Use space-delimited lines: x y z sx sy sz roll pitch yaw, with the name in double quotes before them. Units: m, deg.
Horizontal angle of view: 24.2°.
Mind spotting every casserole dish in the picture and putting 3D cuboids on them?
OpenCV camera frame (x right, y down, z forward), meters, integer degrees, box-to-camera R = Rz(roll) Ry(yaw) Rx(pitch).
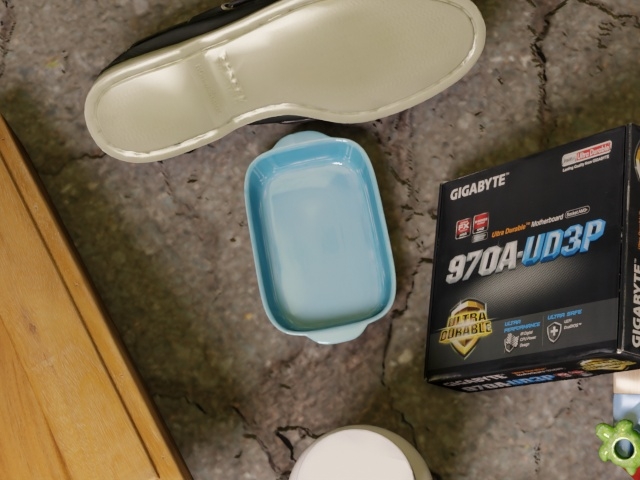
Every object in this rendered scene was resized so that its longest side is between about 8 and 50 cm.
"casserole dish" 0.000 0.000 1.260 0.114 0.037 0.188 -11 72 2

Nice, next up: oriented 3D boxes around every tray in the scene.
"tray" -0.264 0.094 1.174 0.203 0.076 0.411 -30 55 -5

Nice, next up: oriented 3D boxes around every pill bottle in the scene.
"pill bottle" 0.032 0.198 1.117 0.112 0.187 0.112 -1 73 4

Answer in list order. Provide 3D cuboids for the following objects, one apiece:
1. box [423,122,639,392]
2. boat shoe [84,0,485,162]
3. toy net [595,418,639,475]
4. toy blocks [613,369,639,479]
"box" 0.173 0.020 1.156 0.051 0.220 0.175 17 71 -33
"boat shoe" -0.032 -0.158 1.276 0.340 0.113 0.127 -19 117 8
"toy net" 0.303 0.197 1.062 0.122 0.045 0.232 -45 77 18
"toy blocks" 0.371 0.109 1.135 0.381 0.191 0.261 0 82 15
